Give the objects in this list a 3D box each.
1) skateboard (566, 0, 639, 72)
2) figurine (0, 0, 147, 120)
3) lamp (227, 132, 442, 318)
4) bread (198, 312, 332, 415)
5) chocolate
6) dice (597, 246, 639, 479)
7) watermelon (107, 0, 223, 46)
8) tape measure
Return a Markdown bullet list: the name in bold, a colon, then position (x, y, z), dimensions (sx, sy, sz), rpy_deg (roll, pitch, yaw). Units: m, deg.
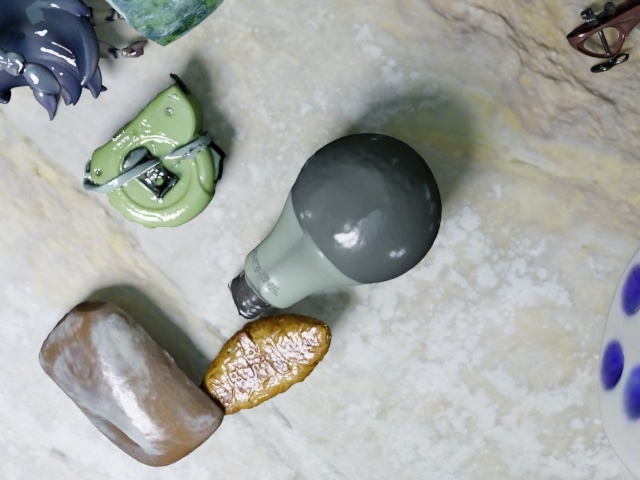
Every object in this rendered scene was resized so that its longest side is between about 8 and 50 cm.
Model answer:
- **skateboard**: position (0.382, -0.269, 0.847), dimensions (0.151, 0.067, 0.080), rpy_deg (-26, 112, 11)
- **figurine**: position (-0.358, -0.238, 0.786), dimensions (0.265, 0.197, 0.175), rpy_deg (-5, 91, 9)
- **lamp**: position (-0.004, -0.018, 0.854), dimensions (0.314, 0.182, 0.181), rpy_deg (-19, 103, 22)
- **bread**: position (-0.079, 0.160, 0.924), dimensions (0.233, 0.076, 0.105), rpy_deg (-35, 93, 19)
- **chocolate**: position (-0.265, 0.203, 0.904), dimensions (0.157, 0.080, 0.254), rpy_deg (-38, 98, 30)
- **dice**: position (0.544, 0.160, 0.837), dimensions (0.304, 0.277, 0.304), rpy_deg (10, 105, -4)
- **watermelon**: position (-0.196, -0.399, 0.740), dimensions (0.289, 0.214, 0.320), rpy_deg (-56, 143, 7)
- **tape measure**: position (-0.201, -0.092, 0.860), dimensions (0.177, 0.087, 0.154), rpy_deg (-38, 102, 10)
